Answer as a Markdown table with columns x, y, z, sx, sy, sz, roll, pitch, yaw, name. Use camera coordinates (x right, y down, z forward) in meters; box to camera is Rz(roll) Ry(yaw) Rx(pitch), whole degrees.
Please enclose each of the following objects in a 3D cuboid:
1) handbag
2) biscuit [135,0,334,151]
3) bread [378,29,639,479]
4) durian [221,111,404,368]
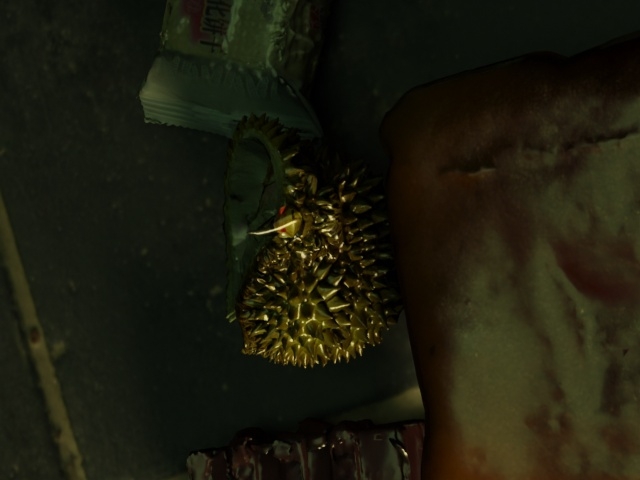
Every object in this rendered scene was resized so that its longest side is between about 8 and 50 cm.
| x | y | z | sx | sy | sz | roll | pitch | yaw | name |
| --- | --- | --- | --- | --- | --- | --- | --- | --- | --- |
| 0.001 | 0.250 | 1.212 | 0.203 | 0.074 | 0.216 | -12 | 81 | 27 | handbag |
| -0.048 | -0.231 | 1.249 | 0.186 | 0.079 | 0.309 | 16 | 95 | 30 | biscuit |
| 0.215 | 0.030 | 1.063 | 0.324 | 0.143 | 0.333 | -12 | 83 | 27 | bread |
| 0.000 | 0.000 | 1.148 | 0.138 | 0.237 | 0.193 | -1 | 85 | -7 | durian |
